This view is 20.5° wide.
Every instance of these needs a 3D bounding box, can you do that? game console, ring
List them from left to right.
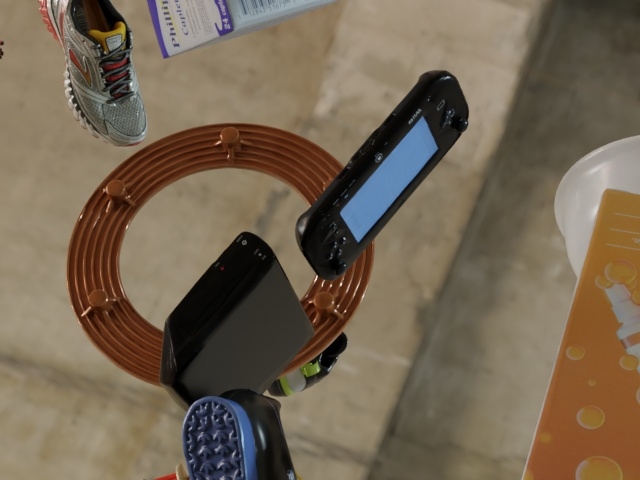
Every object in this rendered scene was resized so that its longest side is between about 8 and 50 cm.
[{"bbox_3d":[-0.109,0.008,1.883,0.336,0.337,0.032,14,-28,15],"label":"ring"},{"bbox_3d":[0.000,0.000,1.476,0.044,0.361,0.213,37,-10,18],"label":"game console"}]

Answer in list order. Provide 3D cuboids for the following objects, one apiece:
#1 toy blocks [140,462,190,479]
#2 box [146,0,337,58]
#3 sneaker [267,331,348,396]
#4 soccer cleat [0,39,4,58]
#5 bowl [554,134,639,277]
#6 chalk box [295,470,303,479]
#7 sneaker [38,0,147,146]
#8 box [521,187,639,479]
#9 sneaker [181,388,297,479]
[{"bbox_3d":[-0.169,0.321,2.064,0.148,0.123,0.054,-24,-43,9],"label":"toy blocks"},{"bbox_3d":[-0.069,-0.222,1.572,0.137,0.126,0.072,-11,-82,57],"label":"box"},{"bbox_3d":[-0.006,0.142,2.241,0.097,0.235,0.084,-16,-77,14],"label":"sneaker"},{"bbox_3d":[-0.353,-0.188,1.836,0.035,0.083,0.029,7,-57,0],"label":"soccer cleat"},{"bbox_3d":[0.412,0.018,2.034,0.297,0.134,0.298,8,-34,5],"label":"bowl"},{"bbox_3d":[-0.076,0.382,1.633,0.179,0.289,0.180,46,-10,52],"label":"chalk box"},{"bbox_3d":[-0.266,-0.217,2.119,0.092,0.088,0.225,-6,-70,56],"label":"sneaker"},{"bbox_3d":[0.285,0.153,1.359,0.215,0.345,0.168,10,-37,16],"label":"box"},{"bbox_3d":[-0.053,0.232,1.376,0.081,0.232,0.090,-2,-2,31],"label":"sneaker"}]
